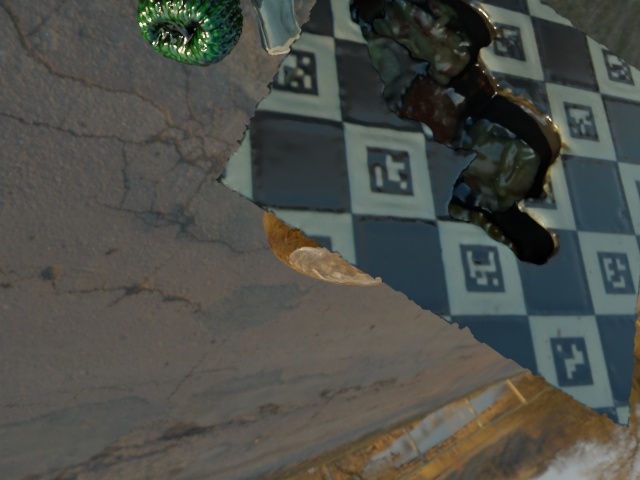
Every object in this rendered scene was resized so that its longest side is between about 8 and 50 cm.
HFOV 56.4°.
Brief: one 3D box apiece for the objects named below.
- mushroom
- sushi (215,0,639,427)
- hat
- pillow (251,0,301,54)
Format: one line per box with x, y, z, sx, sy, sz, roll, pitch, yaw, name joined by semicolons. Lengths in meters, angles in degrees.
0.000;0.000;1.011;0.151;0.286;0.155;-8;116;-51;mushroom
0.106;-0.065;0.421;0.059;0.292;0.293;-38;-153;59;sushi
-0.306;-0.634;1.572;0.242;0.274;0.332;85;25;-52;hat
-0.122;-0.616;1.629;0.131;0.038;0.232;-5;135;13;pillow
